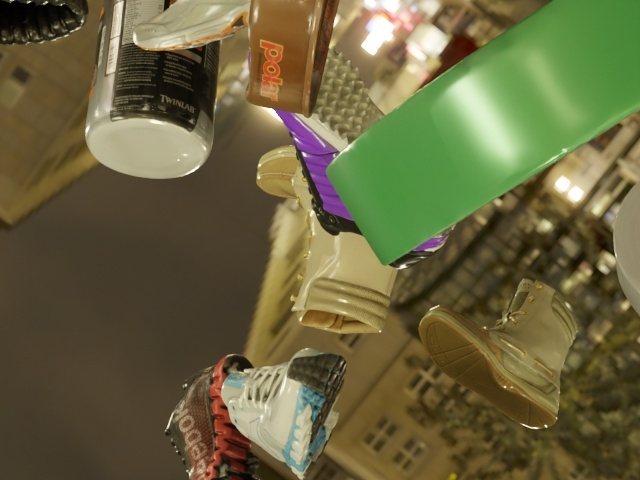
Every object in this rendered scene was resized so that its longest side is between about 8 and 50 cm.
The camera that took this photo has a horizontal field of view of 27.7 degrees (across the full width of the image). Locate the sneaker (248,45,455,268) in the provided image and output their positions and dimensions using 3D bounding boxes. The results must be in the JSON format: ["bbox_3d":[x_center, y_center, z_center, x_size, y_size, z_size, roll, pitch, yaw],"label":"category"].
[{"bbox_3d":[0.015,-0.081,1.337,0.102,0.146,0.293,-28,-114,-40],"label":"sneaker"}]

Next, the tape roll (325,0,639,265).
[{"bbox_3d":[0.157,-0.097,0.839,0.077,0.321,0.321,59,-169,2],"label":"tape roll"}]

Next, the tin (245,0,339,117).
[{"bbox_3d":[-0.005,-0.146,0.635,0.040,0.106,0.189,12,-126,-1],"label":"tin"}]

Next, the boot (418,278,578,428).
[{"bbox_3d":[0.221,0.107,1.578,0.213,0.077,0.165,38,-128,-17],"label":"boot"}]

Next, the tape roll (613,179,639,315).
[{"bbox_3d":[0.453,0.010,1.505,0.219,0.219,0.072,43,169,32],"label":"tape roll"}]

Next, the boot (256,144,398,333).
[{"bbox_3d":[0.000,0.000,1.530,0.262,0.203,0.095,11,166,39],"label":"boot"}]

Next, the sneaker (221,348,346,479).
[{"bbox_3d":[-0.033,0.114,0.904,0.083,0.071,0.190,28,157,8],"label":"sneaker"}]

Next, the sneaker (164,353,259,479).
[{"bbox_3d":[-0.162,0.307,1.901,0.097,0.135,0.276,36,-132,-49],"label":"sneaker"}]

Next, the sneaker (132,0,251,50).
[{"bbox_3d":[-0.144,-0.340,1.787,0.099,0.262,0.121,-37,-69,-74],"label":"sneaker"}]

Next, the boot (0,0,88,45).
[{"bbox_3d":[-0.272,-0.370,1.474,0.131,0.348,0.260,48,-150,-48],"label":"boot"}]

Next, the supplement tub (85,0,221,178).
[{"bbox_3d":[-0.270,-0.291,2.146,0.207,0.207,0.338,29,-127,-41],"label":"supplement tub"}]
